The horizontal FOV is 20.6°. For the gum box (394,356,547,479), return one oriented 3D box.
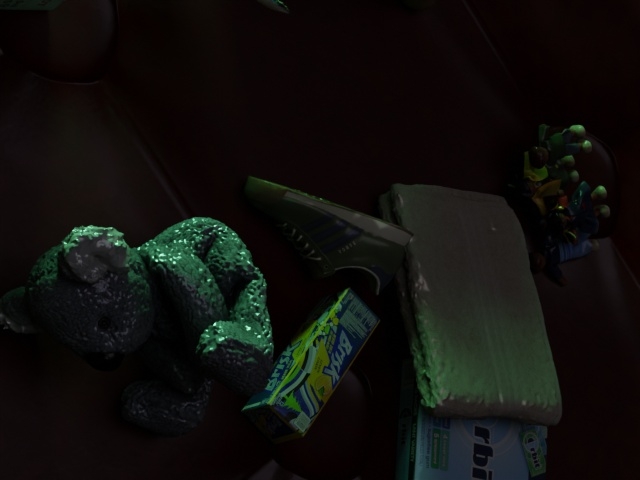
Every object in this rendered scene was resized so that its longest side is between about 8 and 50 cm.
[{"bbox_3d":[0.170,0.222,1.950,0.184,0.041,0.157,15,68,-30],"label":"gum box"}]

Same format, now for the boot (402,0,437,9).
[{"bbox_3d":[0.159,-0.423,2.003,0.104,0.211,0.295,19,67,6],"label":"boot"}]

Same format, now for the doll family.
[{"bbox_3d":[0.277,-0.042,2.077,0.111,0.076,0.193,-25,95,-41],"label":"doll family"}]

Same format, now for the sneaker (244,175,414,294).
[{"bbox_3d":[0.000,0.000,1.875,0.192,0.064,0.086,19,92,-15],"label":"sneaker"}]

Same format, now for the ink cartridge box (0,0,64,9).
[{"bbox_3d":[-0.321,-0.285,1.671,0.212,0.154,0.093,-5,81,-36],"label":"ink cartridge box"}]

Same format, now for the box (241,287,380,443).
[{"bbox_3d":[-0.009,0.131,1.838,0.054,0.059,0.169,46,57,-15],"label":"box"}]

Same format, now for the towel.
[{"bbox_3d":[0.164,0.070,1.954,0.187,0.049,0.282,7,61,-34],"label":"towel"}]

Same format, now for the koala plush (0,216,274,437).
[{"bbox_3d":[-0.184,0.058,1.669,0.221,0.196,0.203,13,59,-31],"label":"koala plush"}]

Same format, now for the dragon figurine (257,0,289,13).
[{"bbox_3d":[-0.123,-0.360,1.814,0.289,0.085,0.144,35,85,19],"label":"dragon figurine"}]
